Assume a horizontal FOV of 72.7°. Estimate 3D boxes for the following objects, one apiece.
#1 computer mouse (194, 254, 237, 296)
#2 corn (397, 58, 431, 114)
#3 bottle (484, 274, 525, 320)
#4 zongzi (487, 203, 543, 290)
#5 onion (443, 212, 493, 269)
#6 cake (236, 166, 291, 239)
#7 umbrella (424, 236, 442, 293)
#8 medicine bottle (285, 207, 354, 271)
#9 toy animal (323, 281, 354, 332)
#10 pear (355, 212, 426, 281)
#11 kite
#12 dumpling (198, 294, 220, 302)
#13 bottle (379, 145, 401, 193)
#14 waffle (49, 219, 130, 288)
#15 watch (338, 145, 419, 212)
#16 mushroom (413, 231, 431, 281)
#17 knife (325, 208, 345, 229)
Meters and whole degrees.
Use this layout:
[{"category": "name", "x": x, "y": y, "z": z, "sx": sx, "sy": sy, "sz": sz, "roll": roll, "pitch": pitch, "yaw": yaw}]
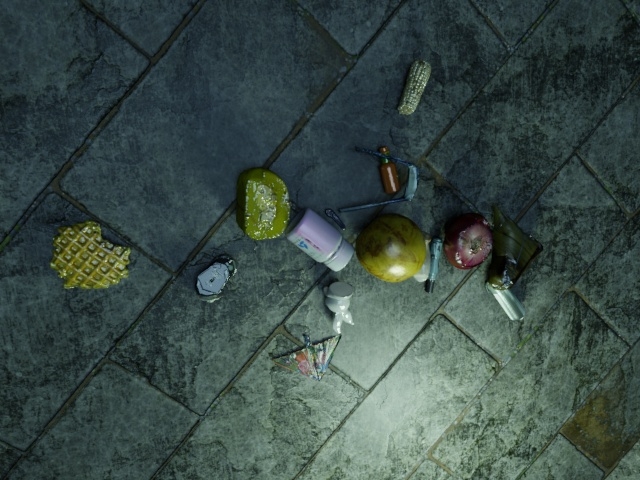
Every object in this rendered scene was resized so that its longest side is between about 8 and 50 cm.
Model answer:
[{"category": "computer mouse", "x": -0.410, "y": 0.141, "z": 1.695, "sx": 0.106, "sy": 0.062, "sz": 0.192, "roll": 46, "pitch": 77, "yaw": -14}, {"category": "corn", "x": 0.366, "y": -0.595, "z": 1.693, "sx": 0.087, "sy": 0.087, "sz": 0.211, "roll": 16, "pitch": 97, "yaw": -14}, {"category": "bottle", "x": 0.833, "y": 0.259, "z": 1.972, "sx": 0.096, "sy": 0.079, "sz": 0.254, "roll": -35, "pitch": 108, "yaw": 10}, {"category": "zongzi", "x": 0.774, "y": 0.027, "z": 1.869, "sx": 0.286, "sy": 0.138, "sz": 0.300, "roll": -42, "pitch": 99, "yaw": -21}, {"category": "onion", "x": 0.617, "y": 0.000, "z": 1.832, "sx": 0.247, "sy": 0.161, "sz": 0.248, "roll": -5, "pitch": 113, "yaw": -11}, {"category": "cake", "x": -0.216, "y": -0.142, "z": 1.631, "sx": 0.179, "sy": 0.156, "sz": 0.261, "roll": -3, "pitch": 108, "yaw": -27}, {"category": "umbrella", "x": 0.491, "y": 0.108, "z": 1.880, "sx": 0.052, "sy": 0.053, "sz": 0.251, "roll": 3, "pitch": 100, "yaw": -13}, {"category": "medicine bottle", "x": 0.000, "y": 0.000, "z": 1.706, "sx": 0.254, "sy": 0.152, "sz": 0.152, "roll": 39, "pitch": 92, "yaw": -17}, {"category": "toy animal", "x": 0.073, "y": 0.273, "z": 1.821, "sx": 0.103, "sy": 0.130, "sz": 0.221, "roll": -31, "pitch": 138, "yaw": -37}, {"category": "pear", "x": 0.280, "y": 0.030, "z": 1.709, "sx": 0.280, "sy": 0.281, "sz": 0.281, "roll": -2, "pitch": 102, "yaw": -11}, {"category": "kite", "x": -0.041, "y": 0.515, "z": 1.877, "sx": 0.320, "sy": 0.016, "sz": 0.234, "roll": -18, "pitch": 106, "yaw": -7}, {"category": "dumpling", "x": -0.435, "y": 0.224, "z": 1.709, "sx": 0.077, "sy": 0.059, "sz": 0.043, "roll": 24, "pitch": 105, "yaw": -17}, {"category": "bottle", "x": 0.272, "y": -0.285, "z": 1.746, "sx": 0.069, "sy": 0.069, "sz": 0.187, "roll": -18, "pitch": 106, "yaw": -8}, {"category": "waffle", "x": -0.843, "y": 0.056, "z": 1.593, "sx": 0.290, "sy": 0.051, "sz": 0.291, "roll": -3, "pitch": 105, "yaw": -11}, {"category": "watch", "x": 0.233, "y": -0.203, "z": 1.704, "sx": 0.274, "sy": 0.068, "sz": 0.277, "roll": 14, "pitch": 107, "yaw": 2}, {"category": "mushroom", "x": 0.421, "y": 0.069, "z": 1.836, "sx": 0.088, "sy": 0.097, "sz": 0.213, "roll": 5, "pitch": 100, "yaw": -2}, {"category": "knife", "x": 0.064, "y": -0.084, "z": 1.770, "sx": 0.031, "sy": 0.018, "sz": 0.121, "roll": -45, "pitch": 107, "yaw": -7}]
